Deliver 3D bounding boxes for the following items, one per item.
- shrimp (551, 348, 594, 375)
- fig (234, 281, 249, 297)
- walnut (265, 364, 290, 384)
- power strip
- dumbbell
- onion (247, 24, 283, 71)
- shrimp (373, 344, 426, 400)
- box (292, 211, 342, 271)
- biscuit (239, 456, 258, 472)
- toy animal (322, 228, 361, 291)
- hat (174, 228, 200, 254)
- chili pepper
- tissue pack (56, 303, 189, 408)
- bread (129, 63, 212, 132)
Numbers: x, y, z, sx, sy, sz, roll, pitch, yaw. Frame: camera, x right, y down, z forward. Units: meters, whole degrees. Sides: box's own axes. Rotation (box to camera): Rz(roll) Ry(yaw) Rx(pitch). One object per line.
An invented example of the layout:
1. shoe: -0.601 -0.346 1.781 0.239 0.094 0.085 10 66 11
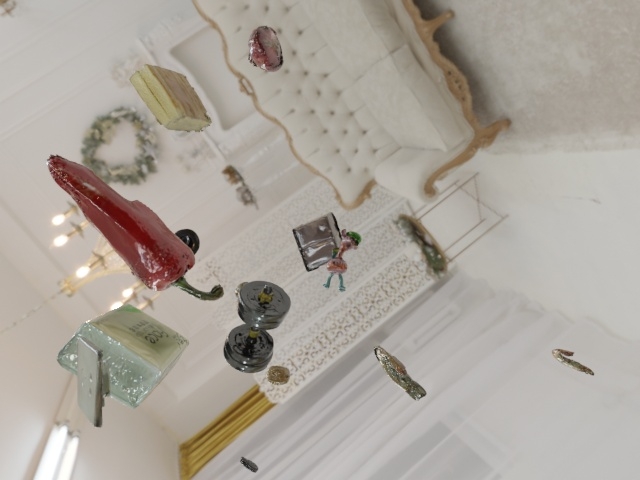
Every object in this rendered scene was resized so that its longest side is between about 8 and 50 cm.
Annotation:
1. shrimp: 0.738 0.353 1.502 0.127 0.025 0.091 28 159 20
2. fig: -0.305 0.218 2.129 0.098 0.082 0.084 41 169 17
3. walnut: -0.169 0.533 2.042 0.082 0.096 0.078 -71 -17 -66
4. power strip: -0.586 0.366 1.358 0.213 0.065 0.198 4 94 54
5. dumbbell: -0.223 0.300 1.789 0.185 0.185 0.388 46 129 34
6. onion: -0.232 -0.760 2.071 0.184 0.147 0.183 48 -146 -47
7. shrimp: 0.277 0.465 1.858 0.253 0.058 0.173 36 156 47
8. box: 0.000 0.000 2.047 0.252 0.153 0.188 -30 -81 -81
9. biscuit: -0.298 0.934 2.151 0.089 0.027 0.087 35 166 4
10. toy animal: 0.067 0.066 1.719 0.100 0.208 0.103 24 160 -26
11. hat: -0.512 0.011 1.938 0.121 0.121 0.050 56 171 -17
12. chili pepper: -0.336 -0.012 0.932 0.387 0.110 0.110 46 171 -7
13. tissue pack: -0.719 0.414 1.947 0.332 0.205 0.405 34 -177 -3
14. bread: -0.540 -0.516 1.914 0.246 0.111 0.239 57 -159 5
